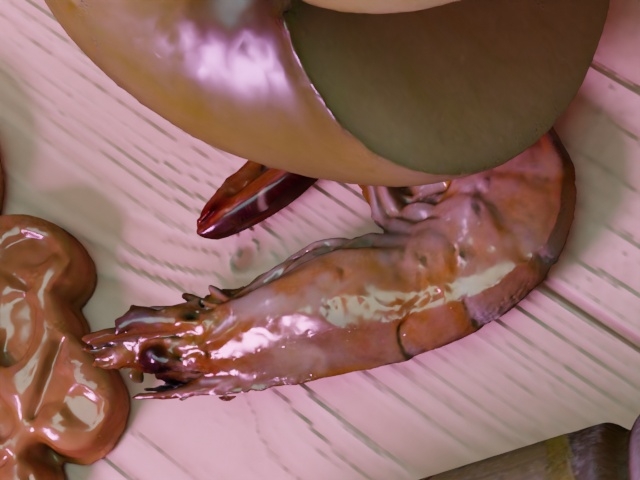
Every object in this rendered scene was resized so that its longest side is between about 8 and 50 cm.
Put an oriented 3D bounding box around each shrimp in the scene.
[{"bbox_3d":[-0.001,-0.001,0.809,0.236,0.053,0.133,-22,73,13],"label":"shrimp"}]

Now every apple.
[{"bbox_3d":[0.019,-0.170,0.714,0.292,0.292,0.254,13,55,25],"label":"apple"}]

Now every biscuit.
[{"bbox_3d":[-0.216,0.031,0.900,0.202,0.044,0.288,-49,63,6],"label":"biscuit"}]

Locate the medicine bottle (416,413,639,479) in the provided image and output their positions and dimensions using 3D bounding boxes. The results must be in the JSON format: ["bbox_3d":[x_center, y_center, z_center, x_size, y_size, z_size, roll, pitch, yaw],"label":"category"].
[{"bbox_3d":[0.075,0.158,0.686,0.322,0.151,0.151,-20,71,17],"label":"medicine bottle"}]
